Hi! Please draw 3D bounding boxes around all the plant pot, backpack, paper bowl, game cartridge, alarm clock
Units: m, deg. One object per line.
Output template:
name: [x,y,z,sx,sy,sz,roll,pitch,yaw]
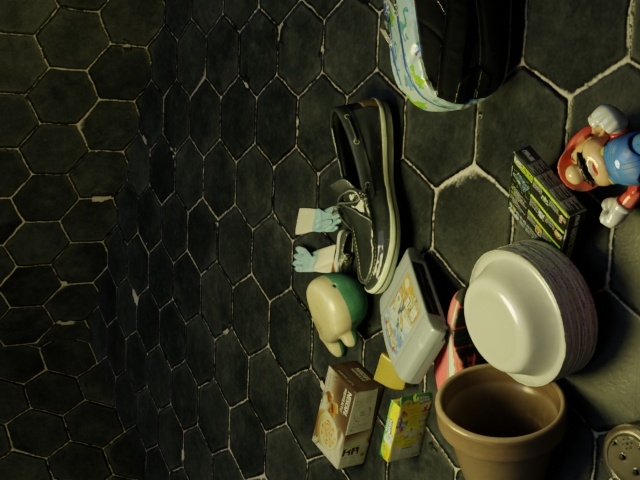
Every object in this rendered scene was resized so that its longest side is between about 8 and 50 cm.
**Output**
plant pot: [0.198,0.327,2.069,0.083,0.081,0.081,32,119,37]
backpack: [0.273,-0.453,1.760,0.273,0.290,0.355,-20,82,64]
paper bowl: [0.396,0.150,1.642,0.284,0.148,0.284,45,144,46]
game cartridge: [0.211,0.181,1.946,0.297,0.062,0.198,-101,33,-52]
plant pot: [0.371,0.414,1.695,0.263,0.263,0.229,31,135,52]
alarm clock: [0.588,0.383,1.504,0.129,0.064,0.192,54,131,40]

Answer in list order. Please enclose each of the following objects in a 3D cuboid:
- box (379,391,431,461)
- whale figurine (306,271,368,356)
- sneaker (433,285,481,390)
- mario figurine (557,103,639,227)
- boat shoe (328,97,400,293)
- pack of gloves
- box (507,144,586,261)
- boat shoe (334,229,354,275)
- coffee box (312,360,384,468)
box: [0.210,0.451,2.030,0.043,0.105,0.179,35,120,49]
whale figurine: [0.054,0.200,2.256,0.216,0.141,0.272,50,155,36]
sneaker: [0.302,0.256,1.874,0.136,0.116,0.313,10,99,59]
mario figurine: [0.505,-0.123,1.431,0.320,0.170,0.198,-153,73,-77]
boat shoe: [0.101,-0.113,2.086,0.187,0.156,0.499,167,101,-71]
pack of gloves: [0.000,0.000,2.390,0.232,0.046,0.195,-1,76,57]
box: [0.441,-0.063,1.634,0.184,0.045,0.190,83,161,-52]
boat shoe: [0.068,0.041,2.270,0.040,0.049,0.142,2,91,56]
coffee box: [0.072,0.472,2.244,0.141,0.098,0.246,39,123,48]
